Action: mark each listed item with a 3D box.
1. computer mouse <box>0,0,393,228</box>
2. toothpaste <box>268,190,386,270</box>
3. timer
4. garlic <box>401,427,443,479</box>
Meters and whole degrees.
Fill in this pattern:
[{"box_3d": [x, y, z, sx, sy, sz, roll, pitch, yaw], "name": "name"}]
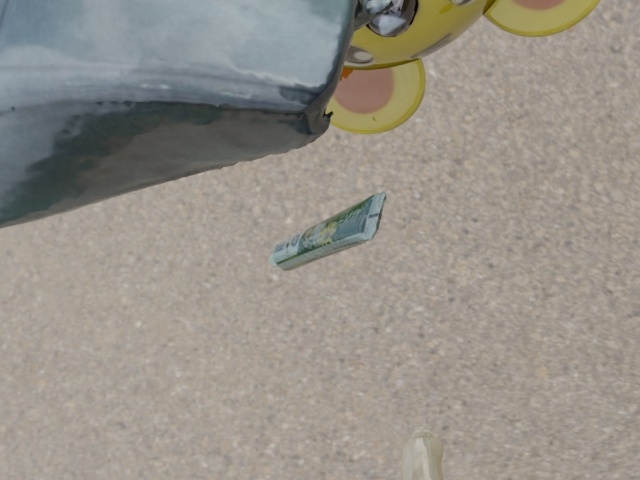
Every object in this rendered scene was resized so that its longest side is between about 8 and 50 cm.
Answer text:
[{"box_3d": [-0.143, -0.116, 0.505, 0.371, 0.122, 0.188, -11, 56, 14], "name": "computer mouse"}, {"box_3d": [0.000, 0.000, 0.809, 0.204, 0.031, 0.049, -25, 44, 57], "name": "toothpaste"}, {"box_3d": [0.073, -0.316, 0.887, 0.376, 0.387, 0.376, -31, 24, 16], "name": "timer"}, {"box_3d": [0.054, 0.203, 0.502, 0.199, 0.199, 0.226, -41, 17, 22], "name": "garlic"}]
